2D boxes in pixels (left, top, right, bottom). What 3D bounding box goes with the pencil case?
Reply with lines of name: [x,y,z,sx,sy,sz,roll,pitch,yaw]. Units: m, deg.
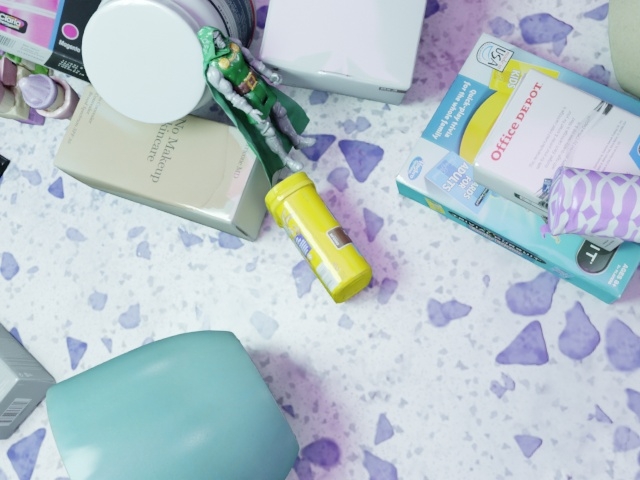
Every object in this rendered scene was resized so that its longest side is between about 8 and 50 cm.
pencil case: [0.353,-0.027,0.749,0.205,0.086,0.088,10,117,14]

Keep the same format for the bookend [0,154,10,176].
bookend: [-0.620,-0.102,1.095,0.072,0.157,0.156,29,86,15]

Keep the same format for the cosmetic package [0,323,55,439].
cosmetic package: [-0.552,0.188,1.049,0.238,0.107,0.127,40,89,19]

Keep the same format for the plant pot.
plant pot: [-0.171,0.253,0.870,0.235,0.293,0.293,-30,73,-13]

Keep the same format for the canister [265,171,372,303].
canister: [0.000,0.000,0.962,0.073,0.126,0.170,-34,76,-6]

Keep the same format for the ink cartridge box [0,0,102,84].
ink cartridge box: [-0.374,-0.434,1.003,0.069,0.175,0.371,-17,63,51]

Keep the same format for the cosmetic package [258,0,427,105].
cosmetic package: [0.054,-0.405,0.954,0.217,0.156,0.386,13,94,1]

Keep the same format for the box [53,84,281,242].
box: [-0.229,-0.119,1.036,0.310,0.121,0.148,17,81,15]

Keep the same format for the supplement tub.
supplement tub: [-0.209,-0.300,0.974,0.191,0.272,0.191,4,124,7]

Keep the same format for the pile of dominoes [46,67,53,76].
pile of dominoes: [-0.507,-0.405,1.211,0.195,0.040,0.252,-10,84,9]

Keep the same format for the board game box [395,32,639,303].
board game box: [0.314,-0.107,0.943,0.335,0.079,0.254,29,86,16]

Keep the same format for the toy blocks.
toy blocks: [-0.529,-0.334,1.055,0.308,0.260,0.289,3,86,11]

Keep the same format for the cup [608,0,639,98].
cup: [0.507,-0.285,0.846,0.236,0.331,0.332,2,77,37]

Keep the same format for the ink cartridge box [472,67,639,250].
ink cartridge box: [0.317,-0.102,0.854,0.203,0.086,0.148,31,88,16]

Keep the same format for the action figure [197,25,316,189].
action figure: [-0.088,-0.189,0.888,0.063,0.232,0.137,-1,55,36]
